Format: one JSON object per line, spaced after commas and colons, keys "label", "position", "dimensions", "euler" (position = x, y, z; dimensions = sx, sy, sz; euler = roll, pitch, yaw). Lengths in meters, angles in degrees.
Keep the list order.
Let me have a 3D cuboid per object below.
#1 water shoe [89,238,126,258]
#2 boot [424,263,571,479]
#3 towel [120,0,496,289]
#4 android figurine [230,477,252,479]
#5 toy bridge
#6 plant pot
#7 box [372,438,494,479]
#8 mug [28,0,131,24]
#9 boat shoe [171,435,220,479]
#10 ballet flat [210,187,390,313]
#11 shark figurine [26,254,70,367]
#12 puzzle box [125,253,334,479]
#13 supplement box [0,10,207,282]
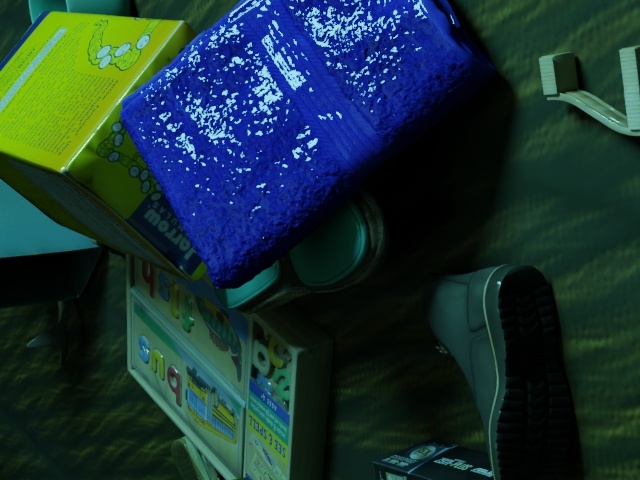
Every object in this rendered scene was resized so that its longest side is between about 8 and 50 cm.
{"label": "water shoe", "position": [-0.253, -0.066, 1.634], "dimensions": [0.080, 0.073, 0.203], "euler": [31, 132, 15]}
{"label": "boot", "position": [0.144, 0.119, 1.068], "dimensions": [0.137, 0.077, 0.198], "euler": [-1, 89, 63]}
{"label": "towel", "position": [-0.028, -0.131, 1.071], "dimensions": [0.308, 0.076, 0.227], "euler": [-41, 61, 17]}
{"label": "android figurine", "position": [-0.040, 0.399, 1.417], "dimensions": [0.248, 0.056, 0.273], "euler": [23, 136, 40]}
{"label": "toy bridge", "position": [0.227, -0.106, 0.874], "dimensions": [0.188, 0.026, 0.063], "euler": [5, 108, 57]}
{"label": "plant pot", "position": [-0.449, -0.042, 1.857], "dimensions": [0.165, 0.165, 0.234], "euler": [-54, 49, 52]}
{"label": "box", "position": [0.132, 0.288, 1.137], "dimensions": [0.147, 0.077, 0.180], "euler": [1, 103, 58]}
{"label": "mug", "position": [-0.303, -0.289, 1.573], "dimensions": [0.158, 0.097, 0.129], "euler": [-41, 68, 56]}
{"label": "boat shoe", "position": [-0.146, 0.327, 1.639], "dimensions": [0.056, 0.048, 0.153], "euler": [-32, 82, 45]}
{"label": "ballet flat", "position": [0.000, 0.000, 1.201], "dimensions": [0.316, 0.106, 0.107], "euler": [-17, 86, 58]}
{"label": "shark figurine", "position": [-0.452, 0.051, 1.984], "dimensions": [0.278, 0.166, 0.116], "euler": [49, 169, 9]}
{"label": "puzzle box", "position": [-0.126, 0.145, 1.515], "dimensions": [0.409, 0.052, 0.272], "euler": [36, 132, 46]}
{"label": "supplement box", "position": [-0.226, -0.115, 1.361], "dimensions": [0.194, 0.195, 0.356], "euler": [44, 165, -33]}
